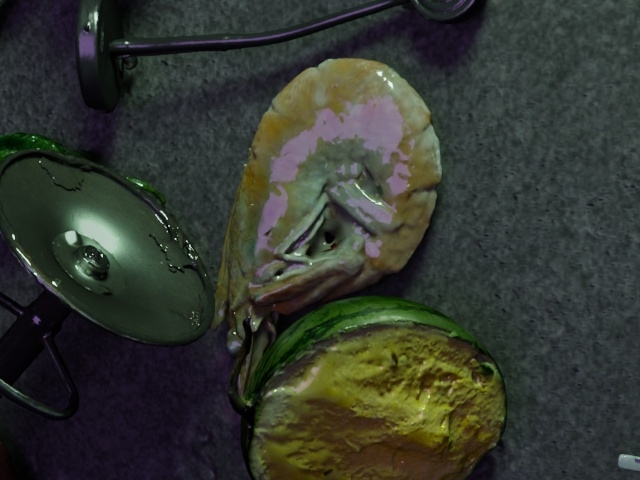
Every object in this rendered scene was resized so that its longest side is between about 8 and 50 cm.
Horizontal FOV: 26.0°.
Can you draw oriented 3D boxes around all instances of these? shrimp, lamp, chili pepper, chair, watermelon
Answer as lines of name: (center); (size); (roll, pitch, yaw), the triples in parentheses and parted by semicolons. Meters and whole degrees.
shrimp: (0.000, 0.000, 1.178); (0.168, 0.077, 0.317); (20, 101, 17)
lamp: (-0.051, -0.179, 1.152); (0.371, 0.108, 0.130); (-1, 86, 25)
chili pepper: (-0.288, -0.039, 1.301); (0.278, 0.065, 0.122); (-21, 98, 26)
chair: (-0.297, 0.131, 1.228); (0.226, 0.226, 0.401); (48, 115, 11)
watermelon: (0.029, 0.125, 1.131); (0.232, 0.127, 0.204); (3, 121, -14)

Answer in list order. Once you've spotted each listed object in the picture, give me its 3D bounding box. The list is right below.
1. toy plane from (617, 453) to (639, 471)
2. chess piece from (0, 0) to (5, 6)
toy plane: (0.320, 0.129, 1.042); (0.181, 0.107, 0.273); (9, 96, 17)
chess piece: (-0.309, -0.226, 1.288); (0.103, 0.067, 0.067); (-41, 80, 13)
